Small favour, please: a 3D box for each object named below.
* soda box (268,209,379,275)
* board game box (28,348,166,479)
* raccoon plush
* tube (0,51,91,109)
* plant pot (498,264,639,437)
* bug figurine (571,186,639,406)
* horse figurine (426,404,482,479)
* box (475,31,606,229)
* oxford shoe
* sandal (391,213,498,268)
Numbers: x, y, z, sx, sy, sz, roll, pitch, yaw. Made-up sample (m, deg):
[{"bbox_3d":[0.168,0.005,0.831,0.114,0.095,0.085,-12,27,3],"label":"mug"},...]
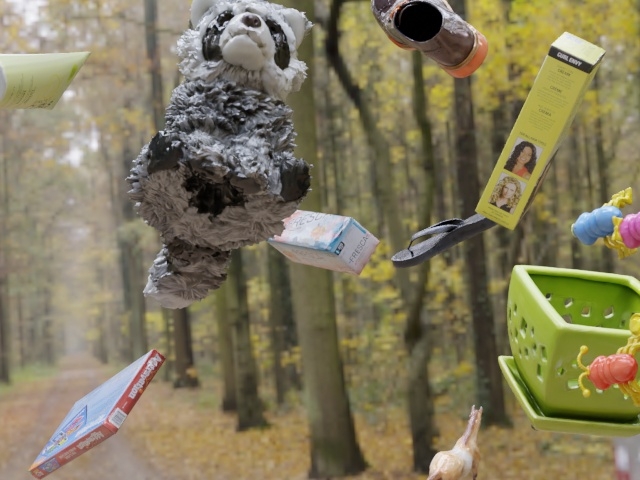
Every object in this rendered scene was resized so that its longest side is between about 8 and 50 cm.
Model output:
[{"bbox_3d":[0.000,0.000,1.640,0.063,0.058,0.183,39,-16,-29],"label":"soda box"},{"bbox_3d":[-0.335,0.261,1.746,0.281,0.027,0.145,-34,18,49],"label":"board game box"},{"bbox_3d":[-0.164,-0.137,1.602,0.216,0.299,0.446,21,-36,-25],"label":"raccoon plush"},{"bbox_3d":[-0.339,-0.187,1.381,0.070,0.062,0.240,-9,6,12],"label":"tube"},{"bbox_3d":[0.417,0.183,1.874,0.228,0.207,0.227,7,23,-13],"label":"plant pot"},{"bbox_3d":[0.375,0.055,1.435,0.072,0.279,0.216,4,-19,-18],"label":"bug figurine"},{"bbox_3d":[0.244,0.438,2.207,0.066,0.174,0.263,21,26,28],"label":"horse figurine"},{"bbox_3d":[0.266,-0.132,1.434,0.058,0.232,0.087,27,29,12],"label":"box"},{"bbox_3d":[0.141,-0.332,1.737,0.098,0.097,0.271,30,8,-38],"label":"oxford shoe"},{"bbox_3d":[0.255,-0.018,2.400,0.254,0.054,0.097,-28,10,17],"label":"sandal"}]
